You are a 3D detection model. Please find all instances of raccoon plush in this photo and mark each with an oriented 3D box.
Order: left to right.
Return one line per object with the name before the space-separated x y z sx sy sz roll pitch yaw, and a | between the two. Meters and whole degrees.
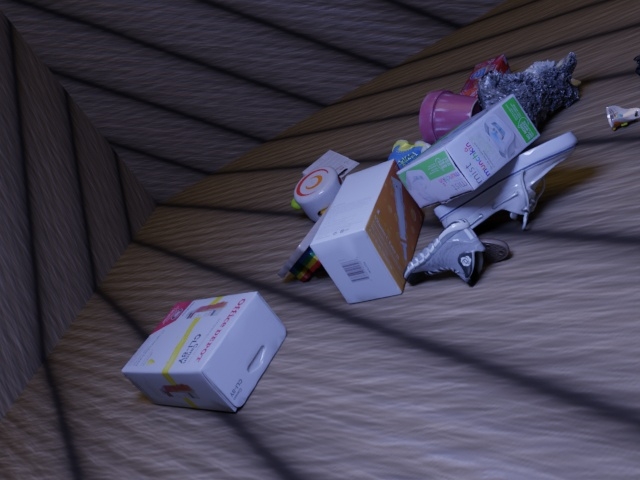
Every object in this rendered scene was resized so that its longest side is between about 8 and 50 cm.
raccoon plush | 0.652 -0.359 1.453 0.298 0.216 0.447 -11 60 15

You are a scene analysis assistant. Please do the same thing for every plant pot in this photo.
plant pot | 0.471 -0.421 1.683 0.180 0.201 0.201 12 50 45

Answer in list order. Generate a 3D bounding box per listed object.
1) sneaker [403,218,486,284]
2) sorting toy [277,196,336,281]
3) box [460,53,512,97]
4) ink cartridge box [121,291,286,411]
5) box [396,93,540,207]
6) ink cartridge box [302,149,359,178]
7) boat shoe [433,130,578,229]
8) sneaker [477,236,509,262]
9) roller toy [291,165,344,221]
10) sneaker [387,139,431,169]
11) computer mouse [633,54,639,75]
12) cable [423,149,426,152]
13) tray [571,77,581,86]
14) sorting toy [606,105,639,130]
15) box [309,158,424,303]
sneaker | 0.294 0.066 1.135 0.086 0.132 0.229 -17 -27 -41
sorting toy | 0.000 0.000 1.511 0.256 0.089 0.257 -53 1 -28
box | 0.635 -0.578 1.838 0.122 0.128 0.257 -11 33 41
ink cartridge box | -0.324 0.304 1.358 0.384 0.161 0.279 -12 32 39
box | 0.352 -0.206 1.199 0.231 0.127 0.262 -37 5 -14
ink cartridge box | 0.050 -0.311 2.189 0.181 0.056 0.224 -40 44 -15
boat shoe | 0.463 -0.103 1.173 0.367 0.157 0.135 -34 -6 28
sneaker | 0.364 0.010 1.168 0.188 0.066 0.071 -6 35 45
roller toy | 0.012 -0.169 1.835 0.209 0.146 0.191 6 54 47
sneaker | 0.329 -0.293 1.774 0.126 0.091 0.240 -55 27 -2
computer mouse | 0.996 -0.513 1.369 0.184 0.060 0.262 -19 16 38
cable | 0.367 -0.254 1.614 0.184 0.047 0.151 -10 60 45
tray | 0.778 -0.529 1.693 0.145 0.030 0.270 -28 25 14
sorting toy | 0.804 -0.326 1.281 0.075 0.045 0.083 -11 31 26
box | 0.142 -0.031 1.338 0.168 0.215 0.345 -16 30 33
